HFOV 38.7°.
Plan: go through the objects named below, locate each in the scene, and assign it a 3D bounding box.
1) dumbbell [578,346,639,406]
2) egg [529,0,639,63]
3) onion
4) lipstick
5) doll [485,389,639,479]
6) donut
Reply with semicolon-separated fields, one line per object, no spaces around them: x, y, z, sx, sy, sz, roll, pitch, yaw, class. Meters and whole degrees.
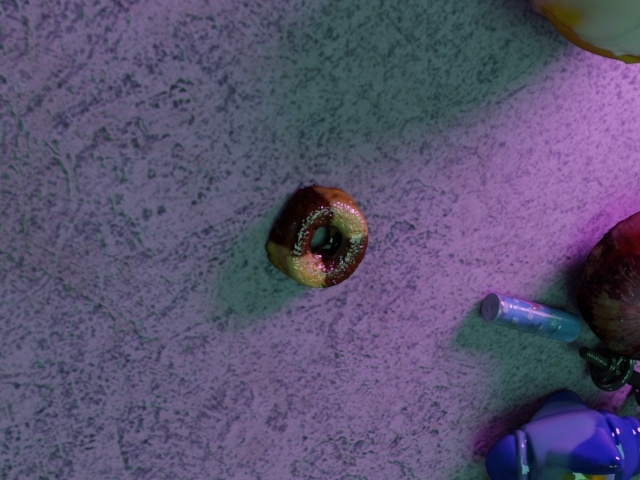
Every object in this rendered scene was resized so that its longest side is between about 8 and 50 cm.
0.507;0.223;1.466;0.254;0.081;0.082;27;96;-28;dumbbell
0.421;-0.367;1.121;0.345;0.283;0.283;-18;114;-29;egg
0.507;0.069;1.354;0.246;0.190;0.246;-2;115;-3;onion
0.318;0.116;1.373;0.158;0.048;0.048;15;102;-25;lipstick
0.379;0.379;1.431;0.376;0.187;0.366;12;114;-42;doll
0.000;0.000;1.203;0.140;0.059;0.140;-9;114;-21;donut
